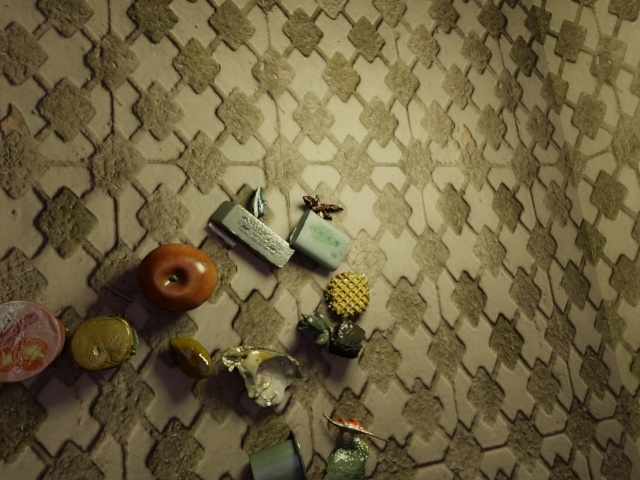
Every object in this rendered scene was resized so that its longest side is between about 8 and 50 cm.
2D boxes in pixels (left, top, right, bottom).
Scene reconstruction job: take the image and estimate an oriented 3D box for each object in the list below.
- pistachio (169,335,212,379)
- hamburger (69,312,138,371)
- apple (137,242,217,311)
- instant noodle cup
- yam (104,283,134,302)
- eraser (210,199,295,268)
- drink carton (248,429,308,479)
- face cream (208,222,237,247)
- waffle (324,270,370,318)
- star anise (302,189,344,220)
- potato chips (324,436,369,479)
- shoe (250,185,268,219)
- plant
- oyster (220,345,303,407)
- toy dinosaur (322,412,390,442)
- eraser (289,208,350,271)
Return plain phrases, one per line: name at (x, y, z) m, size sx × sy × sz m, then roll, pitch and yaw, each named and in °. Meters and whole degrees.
pistachio at (-0.468, 0.423, 1.611) m, size 0.189 × 0.100 × 0.110 m, roll 37°, pitch 44°, yaw 7°
hamburger at (-0.745, 0.354, 1.519) m, size 0.214 × 0.122 × 0.190 m, roll -16°, pitch 77°, yaw -17°
apple at (-0.516, 0.133, 1.601) m, size 0.271 × 0.206 × 0.252 m, roll 33°, pitch 73°, yaw -10°
instant noodle cup at (-0.932, 0.319, 1.403) m, size 0.242 × 0.231 × 0.243 m, roll 4°, pitch 76°, yaw -17°
yam at (-0.733, 0.192, 1.612) m, size 0.116 × 0.021 × 0.021 m, roll 33°, pitch 70°, yaw -8°
eraser at (-0.273, -0.025, 1.786) m, size 0.352 × 0.077 × 0.111 m, roll 38°, pitch 70°, yaw -6°
drink carton at (-0.153, 0.806, 1.585) m, size 0.189 × 0.191 × 0.186 m, roll -9°, pitch 83°, yaw -14°
face cream at (-0.391, -0.022, 1.768) m, size 0.130 × 0.034 × 0.034 m, roll 39°, pitch 69°, yaw -8°
waffle at (0.115, 0.226, 1.865) m, size 0.197 × 0.070 × 0.193 m, roll -11°, pitch 82°, yaw -18°
star anise at (-0.009, -0.119, 1.908) m, size 0.212 × 0.053 × 0.157 m, roll 30°, pitch 82°, yaw -30°
potato chips at (0.097, 0.878, 1.715) m, size 0.166 × 0.059 × 0.229 m, roll 20°, pitch 72°, yaw -3°
shoe at (-0.251, -0.156, 1.833) m, size 0.071 × 0.064 × 0.143 m, roll 10°, pitch 71°, yaw -28°
plant at (0.038, 0.373, 1.768) m, size 0.274 × 0.146 × 0.149 m, roll 24°, pitch 52°, yaw -10°
oyster at (-0.218, 0.497, 1.675) m, size 0.275 × 0.100 × 0.271 m, roll -18°, pitch 86°, yaw -34°
toy dinosaur at (0.137, 0.736, 1.738) m, size 0.279 × 0.101 × 0.056 m, roll 15°, pitch 84°, yaw -4°
eraser at (0.000, 0.000, 1.844) m, size 0.226 × 0.081 × 0.174 m, roll 34°, pitch 69°, yaw -21°
